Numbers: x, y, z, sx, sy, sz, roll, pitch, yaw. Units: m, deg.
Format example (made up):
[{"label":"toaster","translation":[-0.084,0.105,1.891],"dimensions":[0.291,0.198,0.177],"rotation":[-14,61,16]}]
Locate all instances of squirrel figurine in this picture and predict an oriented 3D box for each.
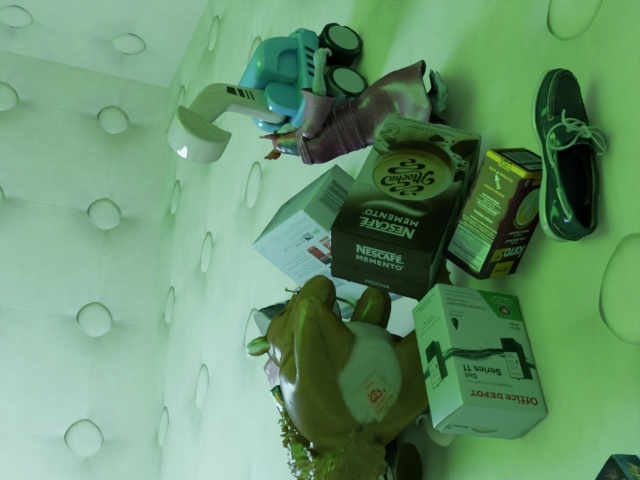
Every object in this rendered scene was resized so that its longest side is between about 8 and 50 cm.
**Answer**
[{"label":"squirrel figurine","translation":[-0.001,0.256,1.610],"dimensions":[0.370,0.281,0.397],"rotation":[15,99,63]}]

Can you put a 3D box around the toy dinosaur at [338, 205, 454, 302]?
[{"label":"toy dinosaur","translation":[0.133,-0.011,1.622],"dimensions":[0.200,0.295,0.127],"rotation":[-49,-29,-35]}]

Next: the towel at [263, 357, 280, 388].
[{"label":"towel","translation":[-0.018,0.349,1.959],"dimensions":[0.329,0.037,0.237],"rotation":[64,146,28]}]

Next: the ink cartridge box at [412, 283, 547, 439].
[{"label":"ink cartridge box","translation":[0.235,0.181,1.368],"dimensions":[0.087,0.153,0.208],"rotation":[126,146,-46]}]

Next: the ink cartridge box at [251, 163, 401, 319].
[{"label":"ink cartridge box","translation":[0.040,0.015,1.900],"dimensions":[0.130,0.272,0.309],"rotation":[-55,11,-25]}]

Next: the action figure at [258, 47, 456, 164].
[{"label":"action figure","translation":[0.067,-0.207,1.740],"dimensions":[0.248,0.370,0.276],"rotation":[55,-164,-65]}]

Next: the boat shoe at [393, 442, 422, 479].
[{"label":"boat shoe","translation":[0.148,0.433,1.601],"dimensions":[0.049,0.056,0.152],"rotation":[155,117,-65]}]

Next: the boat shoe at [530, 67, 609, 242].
[{"label":"boat shoe","translation":[0.351,-0.126,1.286],"dimensions":[0.079,0.095,0.255],"rotation":[158,119,-67]}]

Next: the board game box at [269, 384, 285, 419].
[{"label":"board game box","translation":[0.007,0.391,1.765],"dimensions":[0.030,0.136,0.260],"rotation":[-48,58,37]}]

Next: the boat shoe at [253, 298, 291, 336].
[{"label":"boat shoe","translation":[-0.076,0.202,2.257],"dimensions":[0.112,0.095,0.335],"rotation":[63,161,-4]}]

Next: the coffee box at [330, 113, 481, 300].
[{"label":"coffee box","translation":[0.143,-0.060,1.495],"dimensions":[0.119,0.168,0.297],"rotation":[89,-158,-47]}]

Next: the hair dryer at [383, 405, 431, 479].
[{"label":"hair dryer","translation":[0.105,0.305,1.737],"dimensions":[0.293,0.080,0.224],"rotation":[-118,43,-58]}]

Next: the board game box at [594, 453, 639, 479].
[{"label":"board game box","translation":[0.377,0.395,1.065],"dimensions":[0.243,0.042,0.165],"rotation":[-114,39,-55]}]

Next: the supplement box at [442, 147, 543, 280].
[{"label":"supplement box","translation":[0.277,-0.041,1.396],"dimensions":[0.081,0.104,0.188],"rotation":[38,120,35]}]

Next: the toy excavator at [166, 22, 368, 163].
[{"label":"toy excavator","translation":[-0.131,-0.329,2.111],"dimensions":[0.222,0.445,0.433],"rotation":[124,148,-47]}]
